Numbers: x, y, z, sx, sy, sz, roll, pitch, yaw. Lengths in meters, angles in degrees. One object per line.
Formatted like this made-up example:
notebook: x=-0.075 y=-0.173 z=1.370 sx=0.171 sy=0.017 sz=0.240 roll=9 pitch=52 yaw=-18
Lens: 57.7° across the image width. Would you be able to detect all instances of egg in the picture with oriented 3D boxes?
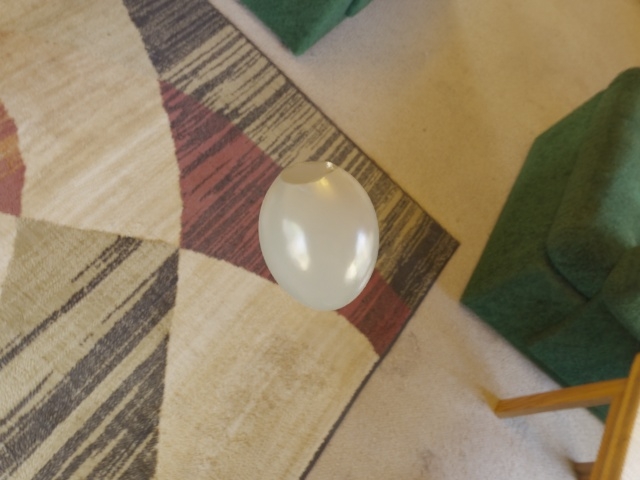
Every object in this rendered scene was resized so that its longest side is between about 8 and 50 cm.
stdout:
egg: x=0.000 y=0.000 z=0.863 sx=0.176 sy=0.176 sz=0.232 roll=-41 pitch=134 yaw=-34
